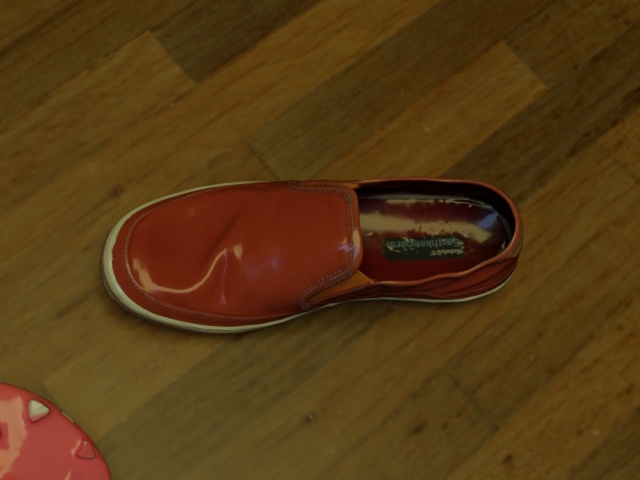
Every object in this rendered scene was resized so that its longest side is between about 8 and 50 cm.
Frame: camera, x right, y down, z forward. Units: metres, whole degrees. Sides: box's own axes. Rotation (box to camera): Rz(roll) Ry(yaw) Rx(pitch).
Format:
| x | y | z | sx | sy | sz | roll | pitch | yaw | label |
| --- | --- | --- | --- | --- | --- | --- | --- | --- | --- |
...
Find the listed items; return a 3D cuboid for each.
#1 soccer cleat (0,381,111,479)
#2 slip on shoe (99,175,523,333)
| x | y | z | sx | sy | sz | roll | pitch | yaw | label |
| --- | --- | --- | --- | --- | --- | --- | --- | --- | --- |
| -0.261 | 0.128 | 0.811 | 0.248 | 0.095 | 0.083 | 26 | 70 | -16 | soccer cleat |
| 0.000 | 0.000 | 0.893 | 0.331 | 0.101 | 0.123 | -2 | 71 | -10 | slip on shoe |
